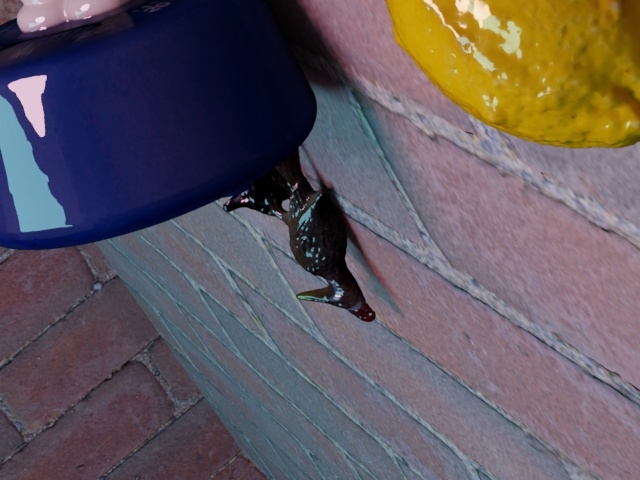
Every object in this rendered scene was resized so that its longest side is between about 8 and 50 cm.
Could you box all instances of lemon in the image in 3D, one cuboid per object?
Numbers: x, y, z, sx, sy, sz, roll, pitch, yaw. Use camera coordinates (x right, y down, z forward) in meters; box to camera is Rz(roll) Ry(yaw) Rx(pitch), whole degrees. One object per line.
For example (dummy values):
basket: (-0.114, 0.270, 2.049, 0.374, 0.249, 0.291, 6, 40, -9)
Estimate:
lemon: (0.093, -0.100, 0.690, 0.155, 0.114, 0.114, 41, 166, 17)

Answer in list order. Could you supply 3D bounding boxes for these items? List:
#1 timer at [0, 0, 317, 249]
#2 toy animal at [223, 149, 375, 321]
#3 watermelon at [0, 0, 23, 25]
timer: (-0.180, -0.214, 1.161, 0.270, 0.270, 0.383, 26, 137, 64)
toy animal: (-0.008, -0.004, 1.481, 0.105, 0.070, 0.202, -2, 124, 52)
watermelon: (-0.301, -0.307, 1.566, 0.250, 0.293, 0.283, -10, -97, -60)
